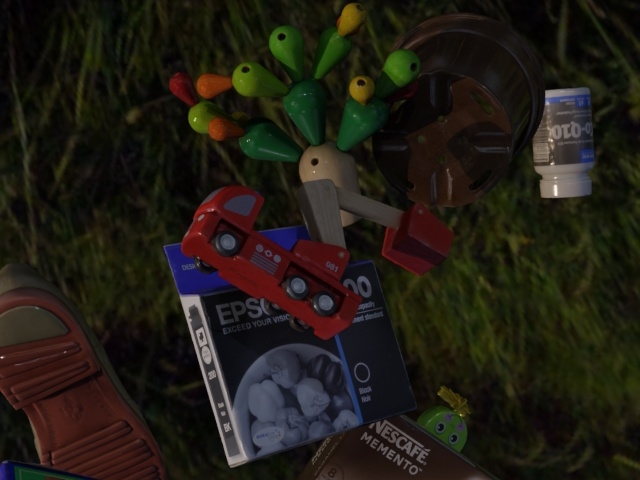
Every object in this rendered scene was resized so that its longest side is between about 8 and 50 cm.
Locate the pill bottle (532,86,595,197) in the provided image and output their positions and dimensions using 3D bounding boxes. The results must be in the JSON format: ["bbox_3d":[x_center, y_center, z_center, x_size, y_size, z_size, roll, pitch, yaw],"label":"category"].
[{"bbox_3d":[0.312,-0.125,1.491,0.078,0.137,0.078,-5,-175,0],"label":"pill bottle"}]

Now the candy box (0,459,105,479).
[{"bbox_3d":[-0.130,0.312,0.541,0.122,0.317,0.268,16,112,-27],"label":"candy box"}]

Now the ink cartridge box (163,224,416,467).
[{"bbox_3d":[-0.024,0.082,1.072,0.206,0.208,0.045,-10,167,-39],"label":"ink cartridge box"}]

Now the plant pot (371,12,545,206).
[{"bbox_3d":[0.120,-0.114,1.078,0.167,0.167,0.165,-37,-171,24],"label":"plant pot"}]

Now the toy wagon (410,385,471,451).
[{"bbox_3d":[0.119,0.375,1.753,0.267,0.068,0.344,42,81,-26],"label":"toy wagon"}]

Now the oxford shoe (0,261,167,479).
[{"bbox_3d":[-0.274,0.197,1.351,0.140,0.146,0.397,-18,119,-6],"label":"oxford shoe"}]

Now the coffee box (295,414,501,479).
[{"bbox_3d":[0.112,0.287,1.269,0.141,0.246,0.098,-55,-176,-2],"label":"coffee box"}]

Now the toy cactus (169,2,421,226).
[{"bbox_3d":[-0.008,-0.100,0.995,0.219,0.112,0.180,-14,112,15],"label":"toy cactus"}]

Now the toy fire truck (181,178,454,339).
[{"bbox_3d":[0.000,0.000,0.902,0.192,0.135,0.047,32,148,-12],"label":"toy fire truck"}]
